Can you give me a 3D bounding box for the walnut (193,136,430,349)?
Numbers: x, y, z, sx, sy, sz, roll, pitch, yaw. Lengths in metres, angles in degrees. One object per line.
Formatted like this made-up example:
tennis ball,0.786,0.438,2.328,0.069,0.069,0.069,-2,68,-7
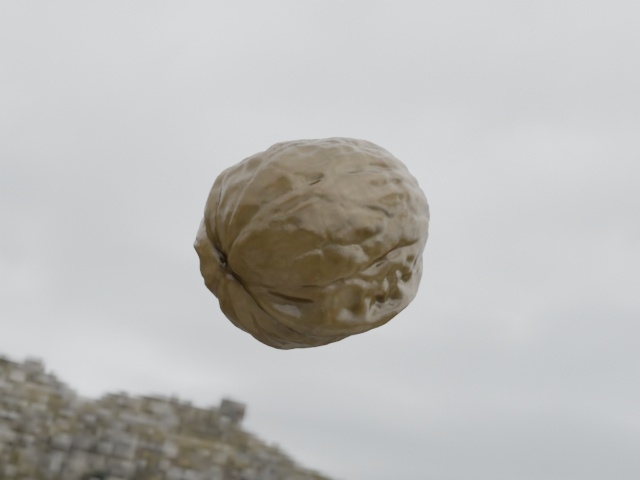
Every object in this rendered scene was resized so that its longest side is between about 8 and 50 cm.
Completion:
walnut,0.000,0.000,1.297,0.213,0.213,0.213,11,-12,3
